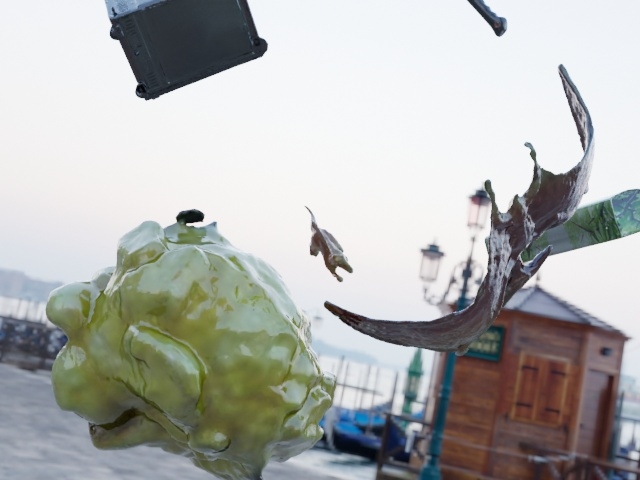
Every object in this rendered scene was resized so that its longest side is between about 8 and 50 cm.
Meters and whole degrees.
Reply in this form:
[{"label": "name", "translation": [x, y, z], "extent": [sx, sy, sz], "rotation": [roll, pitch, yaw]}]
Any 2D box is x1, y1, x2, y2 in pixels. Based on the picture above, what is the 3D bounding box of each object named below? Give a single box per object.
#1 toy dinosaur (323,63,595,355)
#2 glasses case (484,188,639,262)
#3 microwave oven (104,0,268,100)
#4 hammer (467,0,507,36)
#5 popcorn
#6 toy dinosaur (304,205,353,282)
[{"label": "toy dinosaur", "translation": [0.167, -0.032, 0.863], "extent": [0.113, 0.327, 0.206], "rotation": [33, 6, 29]}, {"label": "glasses case", "translation": [0.366, -0.016, 1.334], "extent": [0.095, 0.062, 0.272], "rotation": [-16, -3, -31]}, {"label": "microwave oven", "translation": [-0.239, -0.378, 1.590], "extent": [0.247, 0.188, 0.178], "rotation": [-21, 34, -4]}, {"label": "hammer", "translation": [0.305, -0.550, 1.942], "extent": [0.288, 0.111, 0.033], "rotation": [51, 24, 18]}, {"label": "popcorn", "translation": [-0.109, 0.102, 0.817], "extent": [0.252, 0.215, 0.286], "rotation": [11, -27, 17]}, {"label": "toy dinosaur", "translation": [0.001, 0.001, 1.726], "extent": [0.212, 0.057, 0.142], "rotation": [52, -5, 21]}]
